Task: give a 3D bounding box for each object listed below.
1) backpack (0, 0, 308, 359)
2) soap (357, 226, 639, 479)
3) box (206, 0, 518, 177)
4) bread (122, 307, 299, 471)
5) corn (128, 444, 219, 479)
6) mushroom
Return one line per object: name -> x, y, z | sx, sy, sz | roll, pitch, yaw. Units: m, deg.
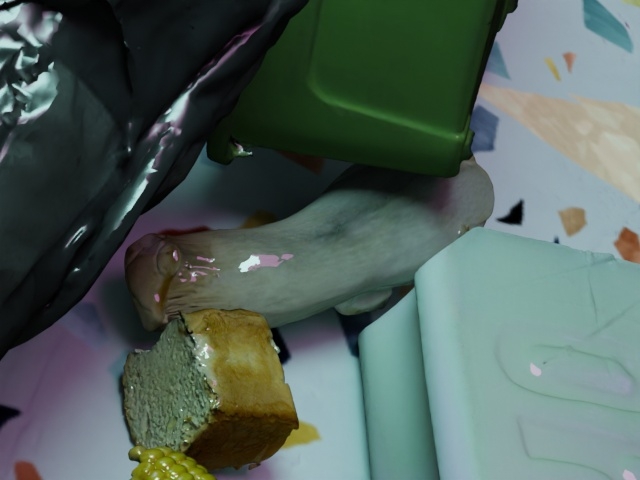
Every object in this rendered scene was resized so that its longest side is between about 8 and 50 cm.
backpack -> -0.227, -0.058, 0.928 | 0.255, 0.363, 0.446 | 51, 49, -27
soap -> 0.143, 0.171, 1.094 | 0.208, 0.115, 0.347 | 12, 49, -21
box -> 0.050, -0.201, 1.195 | 0.177, 0.253, 0.329 | 12, 33, 4
bread -> -0.062, 0.087, 1.076 | 0.070, 0.077, 0.083 | 9, 49, -39
corn -> -0.028, 0.204, 0.993 | 0.238, 0.080, 0.080 | 43, 45, 10
mushroom -> 0.002, 0.001, 1.169 | 0.278, 0.099, 0.096 | -21, 62, -37
